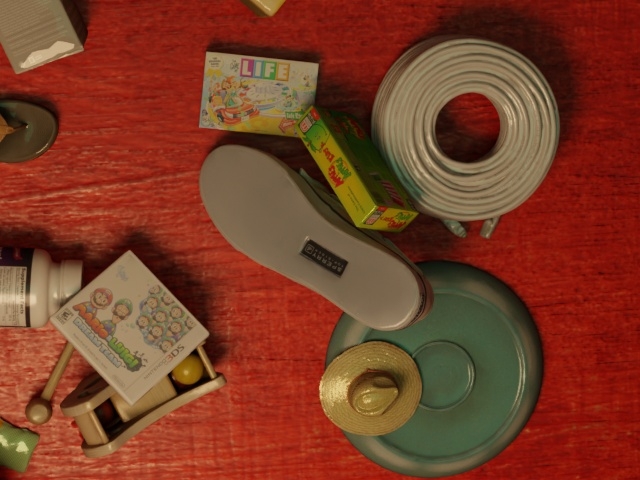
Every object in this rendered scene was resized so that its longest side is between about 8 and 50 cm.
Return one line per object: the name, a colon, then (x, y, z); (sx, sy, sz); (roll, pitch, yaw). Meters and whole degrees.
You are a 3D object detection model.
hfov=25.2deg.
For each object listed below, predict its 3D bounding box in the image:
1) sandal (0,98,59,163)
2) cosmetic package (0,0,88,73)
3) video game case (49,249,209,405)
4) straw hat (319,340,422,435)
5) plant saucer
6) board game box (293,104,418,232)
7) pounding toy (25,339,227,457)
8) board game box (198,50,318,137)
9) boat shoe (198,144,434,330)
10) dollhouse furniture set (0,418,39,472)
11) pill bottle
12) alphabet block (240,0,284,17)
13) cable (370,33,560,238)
sandal: (-0.458, -0.156, 1.888); (0.219, 0.060, 0.090); (15, 96, -8)
cosmetic package: (-0.390, -0.345, 1.818); (0.107, 0.127, 0.238); (-20, 111, 1)
video game case: (-0.248, 0.113, 1.867); (0.157, 0.019, 0.143); (46, 67, 4)
straw hat: (0.073, 0.212, 1.958); (0.144, 0.061, 0.145); (-1, 98, -6)
plant saucer: (0.165, 0.188, 2.018); (0.317, 0.044, 0.318); (-1, 98, -6)
board game box: (0.046, -0.094, 1.888); (0.043, 0.092, 0.181); (-46, 58, 26)
pounding toy: (-0.278, 0.184, 1.910); (0.269, 0.154, 0.155); (-26, 100, -3)
board game box: (-0.084, -0.198, 1.941); (0.154, 0.026, 0.103); (5, 97, -7)
boat shoe: (0.006, -0.007, 1.930); (0.367, 0.156, 0.136); (32, 99, 19)
dollhouse furniture set: (-0.448, 0.326, 1.959); (0.076, 0.058, 0.152); (22, 95, -9)
pill bottle: (-0.414, 0.062, 1.901); (0.193, 0.108, 0.108); (2, 98, -7)
alphabet block: (-0.087, -0.418, 1.826); (0.197, 0.193, 0.192); (38, 94, -10)
cable: (0.196, -0.152, 1.947); (0.257, 0.089, 0.257); (33, 93, -10)
